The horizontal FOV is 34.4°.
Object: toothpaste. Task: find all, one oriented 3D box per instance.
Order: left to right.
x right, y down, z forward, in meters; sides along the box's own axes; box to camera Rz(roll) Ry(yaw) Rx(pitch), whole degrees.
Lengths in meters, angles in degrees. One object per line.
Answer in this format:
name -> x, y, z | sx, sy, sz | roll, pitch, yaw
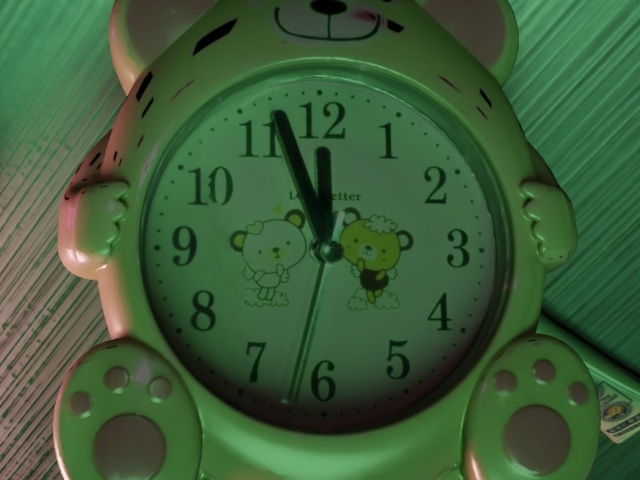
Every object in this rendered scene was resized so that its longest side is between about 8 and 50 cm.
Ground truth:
toothpaste -> 0.176, 0.087, 0.775 | 0.239, 0.039, 0.062 | 35, 119, -24

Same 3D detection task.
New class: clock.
clock -> 0.000, 0.000, 0.574 | 0.284, 0.114, 0.309 | -1, 79, -5
